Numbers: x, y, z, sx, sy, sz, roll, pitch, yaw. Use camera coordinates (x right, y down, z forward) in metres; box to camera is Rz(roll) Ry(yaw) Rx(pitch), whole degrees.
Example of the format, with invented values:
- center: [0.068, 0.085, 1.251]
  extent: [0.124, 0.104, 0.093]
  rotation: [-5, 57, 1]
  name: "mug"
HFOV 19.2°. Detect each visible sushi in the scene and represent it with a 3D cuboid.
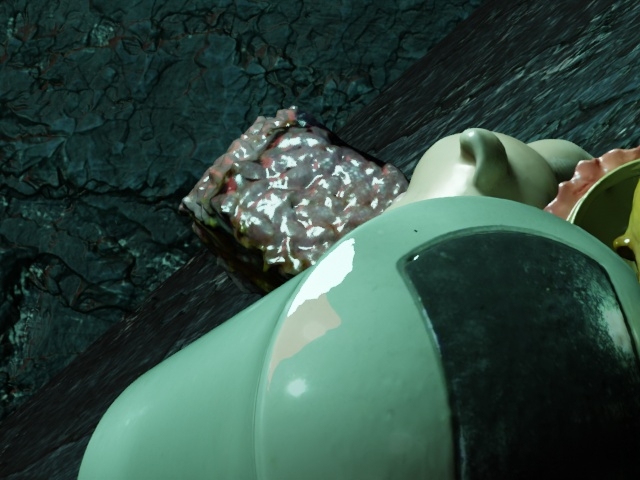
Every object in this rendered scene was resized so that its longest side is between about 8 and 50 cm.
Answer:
- center: [0.000, 0.000, 1.835]
  extent: [0.171, 0.270, 0.236]
  rotation: [-46, -18, -15]
  name: "sushi"

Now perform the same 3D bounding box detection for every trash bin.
- center: [0.031, 0.145, 1.132]
  extent: [0.280, 0.280, 0.432]
  rotation: [-47, 9, -28]
  name: "trash bin"

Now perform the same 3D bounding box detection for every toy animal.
- center: [0.115, 0.044, 1.376]
  extent: [0.149, 0.248, 0.165]
  rotation: [2, 2, 26]
  name: "toy animal"

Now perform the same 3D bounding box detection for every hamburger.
- center: [0.224, 0.022, 1.281]
  extent: [0.175, 0.175, 0.137]
  rotation: [-43, -3, -9]
  name: "hamburger"

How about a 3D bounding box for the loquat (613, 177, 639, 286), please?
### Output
- center: [0.276, -0.004, 0.970]
  extent: [0.238, 0.238, 0.193]
  rotation: [-37, -1, 19]
  name: "loquat"
